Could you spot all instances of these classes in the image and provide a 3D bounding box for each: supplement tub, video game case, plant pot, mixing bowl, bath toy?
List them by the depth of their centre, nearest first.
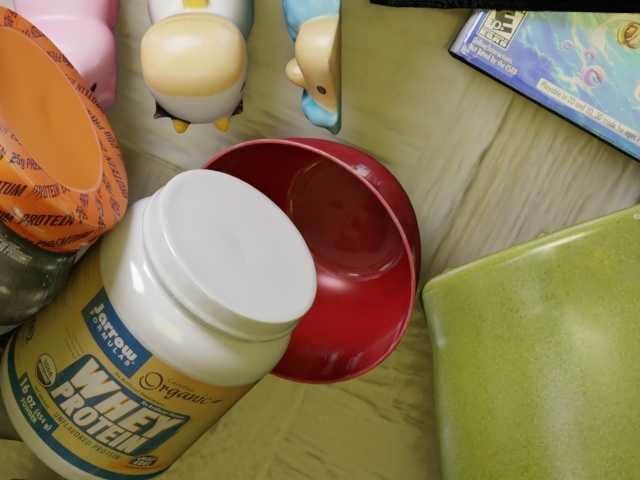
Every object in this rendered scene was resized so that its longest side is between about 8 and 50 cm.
[{"bbox_3d":[-0.304,0.002,1.150,0.338,0.207,0.207,-30,96,18],"label":"supplement tub"},{"bbox_3d":[-0.109,0.060,1.196,0.144,0.144,0.199,41,125,-5],"label":"supplement tub"},{"bbox_3d":[0.227,0.157,1.196,0.366,0.366,0.353,-19,85,1],"label":"plant pot"},{"bbox_3d":[-0.158,-0.138,1.245,0.348,0.151,0.129,1,119,4],"label":"bath toy"},{"bbox_3d":[0.000,0.000,1.260,0.181,0.098,0.181,10,115,23],"label":"mixing bowl"},{"bbox_3d":[0.268,-0.174,1.277,0.269,0.061,0.244,29,94,-4],"label":"video game case"}]

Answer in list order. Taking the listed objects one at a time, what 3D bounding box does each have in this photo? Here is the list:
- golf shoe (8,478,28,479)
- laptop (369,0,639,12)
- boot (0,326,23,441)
[{"bbox_3d":[-0.168,0.212,1.290,0.086,0.069,0.176,-36,136,-8],"label":"golf shoe"},{"bbox_3d":[0.155,-0.303,1.237,0.234,0.136,0.264,4,115,15],"label":"laptop"},{"bbox_3d":[-0.256,0.133,1.307,0.246,0.083,0.161,41,103,-1],"label":"boot"}]
